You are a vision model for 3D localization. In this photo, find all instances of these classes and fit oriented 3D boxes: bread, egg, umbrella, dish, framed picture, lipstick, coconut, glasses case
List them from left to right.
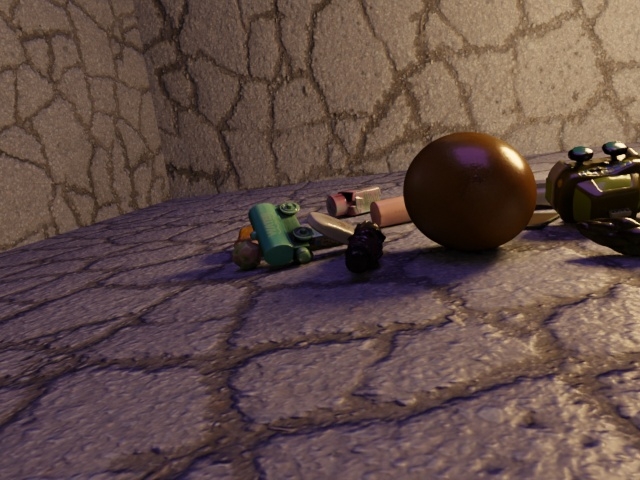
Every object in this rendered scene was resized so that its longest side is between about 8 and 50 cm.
[{"bbox_3d":[-0.196,0.040,1.663,0.082,0.081,0.083,24,-22,-26],"label":"coconut"},{"bbox_3d":[-0.202,0.003,1.885,0.116,0.076,0.200,-1,11,-2],"label":"bread"},{"bbox_3d":[0.048,-0.026,1.676,0.194,0.049,0.074,23,17,-32],"label":"glasses case"},{"bbox_3d":[0.108,0.016,1.508,0.094,0.090,0.326,-4,12,9],"label":"umbrella"},{"bbox_3d":[0.326,-0.112,2.010,0.327,0.087,0.087,-12,11,-14],"label":"lipstick"},{"bbox_3d":[0.347,-0.114,1.476,0.283,0.282,0.351,-12,17,-15],"label":"egg"},{"bbox_3d":[0.569,-0.055,1.717,0.142,0.011,0.183,1,14,41],"label":"framed picture"},{"bbox_3d":[0.661,-0.146,1.945,0.213,0.077,0.151,-3,12,30],"label":"dish"}]

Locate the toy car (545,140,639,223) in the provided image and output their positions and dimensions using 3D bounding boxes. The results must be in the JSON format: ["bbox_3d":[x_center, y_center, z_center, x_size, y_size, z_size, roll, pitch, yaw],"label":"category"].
[{"bbox_3d":[0.709,-0.113,1.551,0.248,0.204,0.198,-10,34,1],"label":"toy car"}]

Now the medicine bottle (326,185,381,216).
[{"bbox_3d":[0.121,-0.142,2.311,0.188,0.094,0.119,-14,10,-26],"label":"medicine bottle"}]

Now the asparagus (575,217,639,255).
[{"bbox_3d":[0.640,-0.004,1.230,0.080,0.080,0.287,-18,22,-41],"label":"asparagus"}]

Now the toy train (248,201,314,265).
[{"bbox_3d":[-0.110,-0.020,1.682,0.159,0.101,0.248,-6,35,-15],"label":"toy train"}]

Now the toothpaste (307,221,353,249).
[{"bbox_3d":[0.000,0.000,1.800,0.194,0.070,0.044,-10,40,-7],"label":"toothpaste"}]
